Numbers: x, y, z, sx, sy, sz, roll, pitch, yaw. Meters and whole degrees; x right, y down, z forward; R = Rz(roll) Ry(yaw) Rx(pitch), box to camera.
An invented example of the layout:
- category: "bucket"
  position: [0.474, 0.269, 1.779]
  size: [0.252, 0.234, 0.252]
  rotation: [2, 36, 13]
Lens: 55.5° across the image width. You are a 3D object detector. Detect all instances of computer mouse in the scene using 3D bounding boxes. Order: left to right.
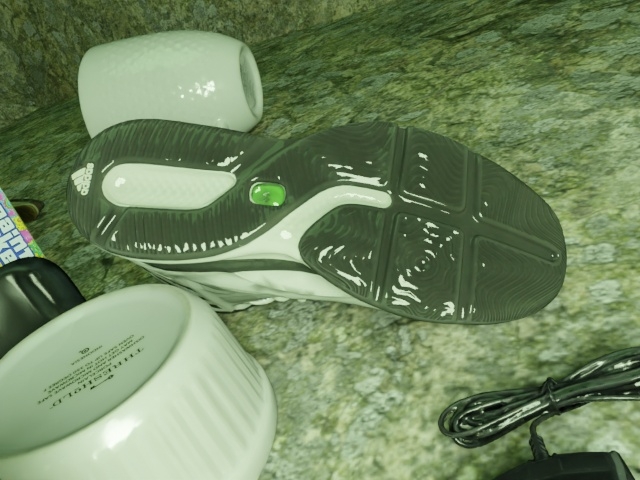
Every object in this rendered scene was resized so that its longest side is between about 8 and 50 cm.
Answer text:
- category: "computer mouse"
  position: [0.176, 0.156, 0.344]
  size: [0.184, 0.060, 0.262]
  rotation: [-22, 15, 9]

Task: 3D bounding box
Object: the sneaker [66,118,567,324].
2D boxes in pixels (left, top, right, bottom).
- category: "sneaker"
  position: [0.000, -0.001, 0.638]
  size: [0.447, 0.169, 0.257]
  rotation: [9, -15, 0]

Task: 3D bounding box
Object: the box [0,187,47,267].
- category: "box"
  position: [-0.467, 0.076, 0.703]
  size: [0.279, 0.290, 0.177]
  rotation: [-37, 30, -30]

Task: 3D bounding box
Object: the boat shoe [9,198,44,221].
- category: "boat shoe"
  position: [-0.707, -0.069, 1.417]
  size: [0.152, 0.056, 0.049]
  rotation: [1, 29, 21]

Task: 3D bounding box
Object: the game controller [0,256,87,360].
- category: "game controller"
  position: [-0.381, 0.155, 0.629]
  size: [0.319, 0.167, 0.067]
  rotation: [-38, 6, -30]

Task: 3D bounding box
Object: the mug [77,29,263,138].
- category: "mug"
  position: [-0.303, -0.273, 1.302]
  size: [0.327, 0.276, 0.374]
  rotation: [-8, 59, 11]

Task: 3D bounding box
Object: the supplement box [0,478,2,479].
- category: "supplement box"
  position: [-0.150, 0.199, 0.305]
  size: [0.078, 0.234, 0.080]
  rotation: [-40, 28, -31]

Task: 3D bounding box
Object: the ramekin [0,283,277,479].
- category: "ramekin"
  position: [-0.183, 0.150, 0.537]
  size: [0.272, 0.127, 0.273]
  rotation: [-17, 26, 9]
